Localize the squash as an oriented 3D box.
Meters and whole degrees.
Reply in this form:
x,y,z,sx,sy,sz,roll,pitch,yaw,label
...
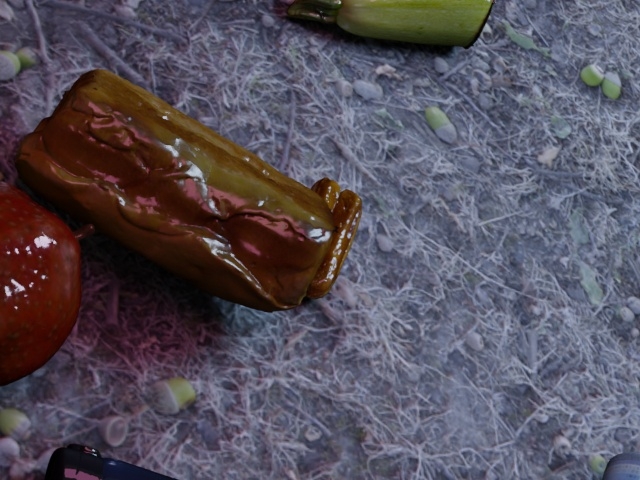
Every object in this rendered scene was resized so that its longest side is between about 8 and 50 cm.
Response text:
x,y,z,sx,sy,sz,roll,pitch,yaw,label
0.105,-0.299,2.067,0.288,0.137,0.137,-8,66,-27,squash

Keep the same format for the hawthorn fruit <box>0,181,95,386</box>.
x,y,z,sx,sy,sz,roll,pitch,yaw,label
-0.321,0.036,1.595,0.253,0.205,0.205,-19,72,-43,hawthorn fruit

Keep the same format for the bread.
x,y,z,sx,sy,sz,roll,pitch,yaw,label
-0.154,-0.044,1.741,0.344,0.148,0.195,30,14,-10,bread

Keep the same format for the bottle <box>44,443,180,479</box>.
x,y,z,sx,sy,sz,roll,pitch,yaw,label
-0.155,0.268,1.617,0.244,0.072,0.082,20,51,-16,bottle

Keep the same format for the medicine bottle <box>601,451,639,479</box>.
x,y,z,sx,sy,sz,roll,pitch,yaw,label
0.337,0.339,1.828,0.083,0.083,0.203,32,54,-7,medicine bottle

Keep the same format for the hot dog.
x,y,z,sx,sy,sz,roll,pitch,yaw,label
0.000,0.000,1.877,0.071,0.045,0.165,30,52,-11,hot dog
